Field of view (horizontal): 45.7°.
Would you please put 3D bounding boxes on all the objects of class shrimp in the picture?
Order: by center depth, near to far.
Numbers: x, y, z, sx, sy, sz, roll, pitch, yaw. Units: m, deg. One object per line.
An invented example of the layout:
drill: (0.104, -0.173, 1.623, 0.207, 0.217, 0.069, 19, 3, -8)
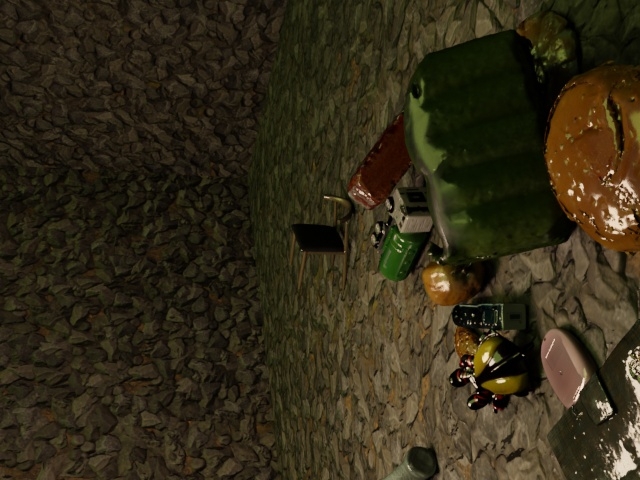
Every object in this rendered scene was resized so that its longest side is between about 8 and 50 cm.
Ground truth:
shrimp: (0.354, -0.229, 1.361, 0.233, 0.071, 0.365, -113, 34, -46)

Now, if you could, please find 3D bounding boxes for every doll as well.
doll: (0.317, 0.245, 1.393, 0.088, 0.127, 0.249, -58, 2, -30)

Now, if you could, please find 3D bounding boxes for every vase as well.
vase: (0.198, 0.562, 1.778, 0.219, 0.096, 0.096, 113, 154, -46)

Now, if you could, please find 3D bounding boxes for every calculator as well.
calculator: (0.398, 0.210, 1.212, 0.166, 0.024, 0.103, -111, 27, -51)

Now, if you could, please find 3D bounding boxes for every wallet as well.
wallet: (0.421, 0.262, 1.054, 0.317, 0.044, 0.169, 105, 151, -46)

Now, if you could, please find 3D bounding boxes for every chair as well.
chair: (0.000, 0.000, 2.407, 0.188, 0.166, 0.272, -115, 30, -58)

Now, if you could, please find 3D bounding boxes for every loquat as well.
loquat: (0.269, 0.070, 1.516, 0.137, 0.137, 0.113, 140, 116, -70)

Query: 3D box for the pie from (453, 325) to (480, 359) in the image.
pie: (0.307, 0.227, 1.530, 0.191, 0.033, 0.088, -135, 45, -69)

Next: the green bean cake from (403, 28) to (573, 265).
green bean cake: (0.253, -0.131, 1.169, 0.335, 0.218, 0.319, 6, -108, -72)

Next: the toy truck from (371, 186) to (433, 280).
toy truck: (0.199, -0.013, 1.822, 0.242, 0.101, 0.125, 106, 156, -47)

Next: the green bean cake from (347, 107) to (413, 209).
green bean cake: (0.162, -0.193, 1.796, 0.233, 0.097, 0.198, -54, 4, -15)

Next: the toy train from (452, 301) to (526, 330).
toy train: (0.318, 0.145, 1.462, 0.234, 0.051, 0.052, 157, 114, -77)

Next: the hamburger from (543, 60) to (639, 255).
hamburger: (0.405, -0.097, 0.908, 0.260, 0.211, 0.245, -148, 56, -67)
